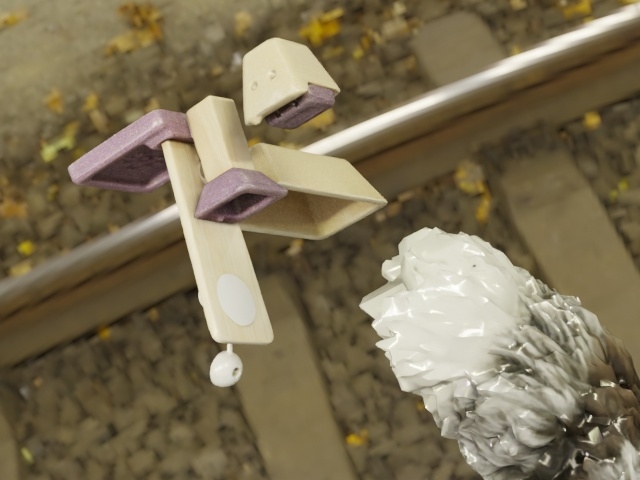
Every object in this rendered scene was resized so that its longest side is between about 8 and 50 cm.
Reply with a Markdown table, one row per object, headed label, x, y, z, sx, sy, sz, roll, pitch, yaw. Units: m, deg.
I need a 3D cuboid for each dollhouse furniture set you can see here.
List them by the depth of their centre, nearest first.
| label | x | y | z | sx | sy | sz | roll | pitch | yaw |
| --- | --- | --- | --- | --- | --- | --- | --- | --- | --- |
| dollhouse furniture set | 0.000 | 0.000 | 0.507 | 0.091 | 0.114 | 0.081 | -29 | 69 | 32 |

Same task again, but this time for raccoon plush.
| label | x | y | z | sx | sy | sz | roll | pitch | yaw |
| --- | --- | --- | --- | --- | --- | --- | --- | --- | --- |
| raccoon plush | 0.266 | 0.113 | 0.646 | 0.299 | 0.446 | 0.216 | -37 | 24 | 17 |
